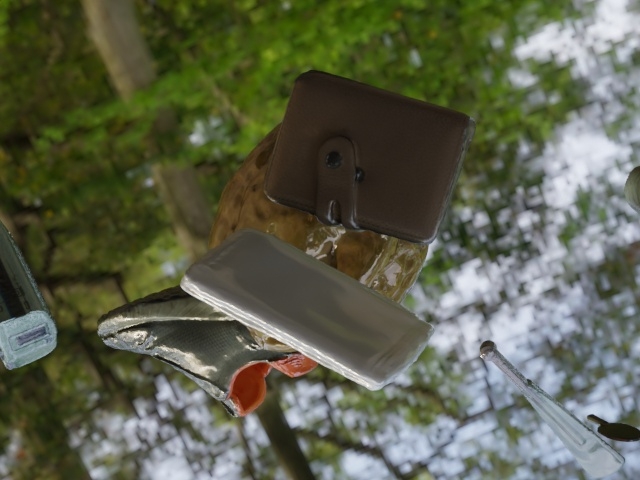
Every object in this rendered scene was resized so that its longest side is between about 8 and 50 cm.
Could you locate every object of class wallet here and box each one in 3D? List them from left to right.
[{"bbox_3d":[-0.008,0.052,1.288,0.183,0.032,0.124,28,-153,11],"label":"wallet"},{"bbox_3d":[0.035,-0.064,1.314,0.153,0.118,0.039,16,-179,18],"label":"wallet"}]

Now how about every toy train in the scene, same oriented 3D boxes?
[{"bbox_3d":[-0.266,-0.007,1.293,0.048,0.055,0.252,-25,-131,-10],"label":"toy train"}]

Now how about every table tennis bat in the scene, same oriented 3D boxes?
[{"bbox_3d":[0.343,0.221,1.971,0.050,0.007,0.083,-6,-164,-31],"label":"table tennis bat"}]

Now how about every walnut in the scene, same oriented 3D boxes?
[{"bbox_3d":[0.000,0.000,1.740,0.257,0.224,0.257,-34,-135,41],"label":"walnut"}]

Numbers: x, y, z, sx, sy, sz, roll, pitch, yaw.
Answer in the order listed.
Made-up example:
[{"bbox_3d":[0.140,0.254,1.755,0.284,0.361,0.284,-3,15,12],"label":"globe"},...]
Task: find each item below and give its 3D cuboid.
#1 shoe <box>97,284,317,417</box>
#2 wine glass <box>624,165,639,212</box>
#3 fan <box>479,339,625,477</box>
[{"bbox_3d":[-0.129,0.138,2.116,0.336,0.171,0.132,-9,-173,35],"label":"shoe"},{"bbox_3d":[0.480,-0.057,2.234,0.103,0.103,0.222,-27,-167,-7],"label":"wine glass"},{"bbox_3d":[0.294,0.223,2.180,0.057,0.282,0.023,-33,-152,32],"label":"fan"}]
